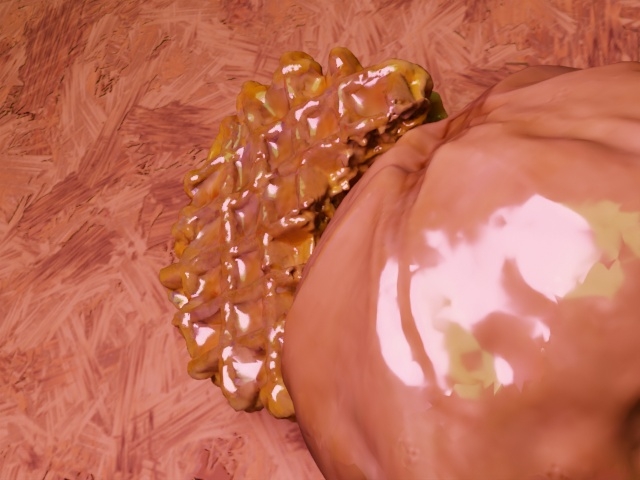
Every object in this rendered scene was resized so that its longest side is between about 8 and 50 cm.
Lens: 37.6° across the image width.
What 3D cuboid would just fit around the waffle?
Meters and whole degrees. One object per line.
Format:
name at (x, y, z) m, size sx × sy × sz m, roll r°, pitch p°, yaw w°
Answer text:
waffle at (0.000, 0.000, 0.820) m, size 0.261 × 0.151 × 0.324 m, roll 1°, pitch 70°, yaw 38°

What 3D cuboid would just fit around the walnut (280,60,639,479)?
walnut at (0.160, 0.084, 0.572) m, size 0.383 × 0.384 × 0.384 m, roll -13°, pitch 52°, yaw 18°
